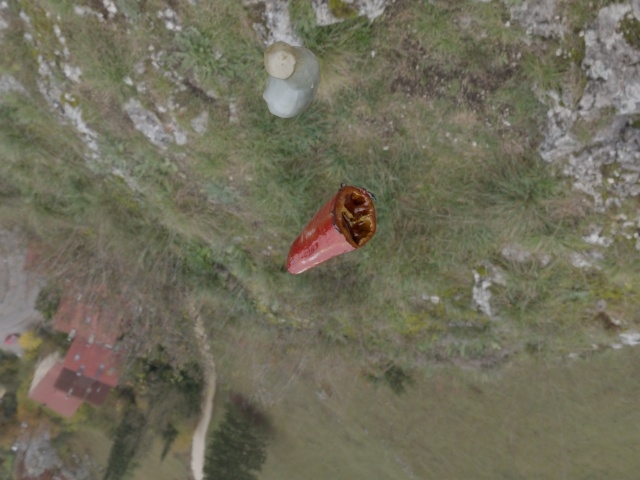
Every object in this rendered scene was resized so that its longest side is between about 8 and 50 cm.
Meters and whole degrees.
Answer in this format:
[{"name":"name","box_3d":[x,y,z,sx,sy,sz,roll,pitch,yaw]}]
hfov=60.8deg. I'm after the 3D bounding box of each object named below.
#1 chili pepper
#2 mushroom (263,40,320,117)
[{"name":"chili pepper","box_3d":[0.001,0.004,0.710,0.064,0.088,0.169,31,141,-17]},{"name":"mushroom","box_3d":[-0.054,-0.318,1.050,0.103,0.118,0.270,61,173,2]}]
